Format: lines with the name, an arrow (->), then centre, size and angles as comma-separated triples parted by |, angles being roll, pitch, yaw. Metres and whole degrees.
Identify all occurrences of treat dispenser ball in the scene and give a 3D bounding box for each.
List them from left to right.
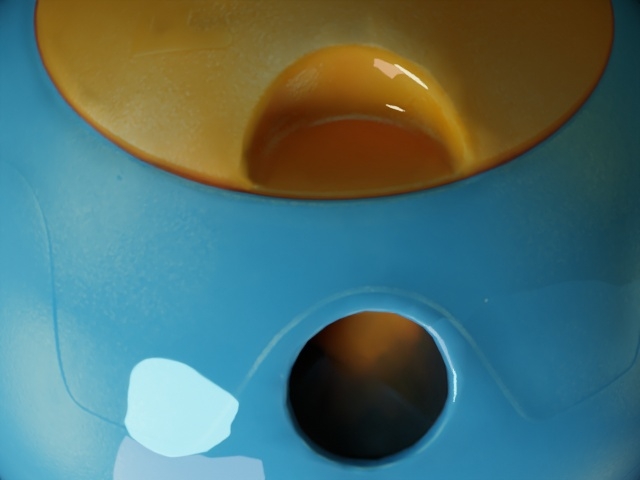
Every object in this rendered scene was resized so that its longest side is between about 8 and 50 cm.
treat dispenser ball -> 0.000, 0.000, 0.557 | 0.288, 0.288, 0.288 | 24, 175, 2
